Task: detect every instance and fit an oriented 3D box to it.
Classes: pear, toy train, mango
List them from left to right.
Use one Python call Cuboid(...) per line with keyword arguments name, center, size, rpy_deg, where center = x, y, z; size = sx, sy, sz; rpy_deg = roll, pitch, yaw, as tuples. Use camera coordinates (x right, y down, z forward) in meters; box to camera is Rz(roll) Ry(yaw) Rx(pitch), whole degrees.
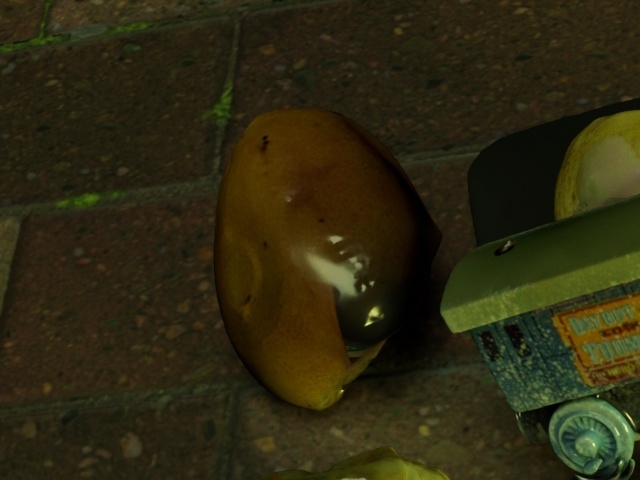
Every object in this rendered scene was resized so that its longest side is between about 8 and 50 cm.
Cuboid(name="mango", center=(0.000, 0.000, 1.722), size=(0.201, 0.152, 0.287), rpy_deg=(-15, 47, -5))
Cuboid(name="toy train", center=(0.254, 0.061, 1.485), size=(0.300, 0.202, 0.131), rpy_deg=(-20, 17, 35))
Cuboid(name="pear", center=(0.273, -0.024, 1.590), size=(0.178, 0.178, 0.178), rpy_deg=(-10, 47, 11))

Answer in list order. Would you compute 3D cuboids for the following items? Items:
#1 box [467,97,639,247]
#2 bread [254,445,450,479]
Cuboid(name="box", center=(0.231, -0.033, 1.741), size=(0.201, 0.042, 0.212), rpy_deg=(-16, 45, 6))
Cuboid(name="bread", center=(-0.020, 0.242, 1.518), size=(0.268, 0.130, 0.152), rpy_deg=(-15, 38, 10))
